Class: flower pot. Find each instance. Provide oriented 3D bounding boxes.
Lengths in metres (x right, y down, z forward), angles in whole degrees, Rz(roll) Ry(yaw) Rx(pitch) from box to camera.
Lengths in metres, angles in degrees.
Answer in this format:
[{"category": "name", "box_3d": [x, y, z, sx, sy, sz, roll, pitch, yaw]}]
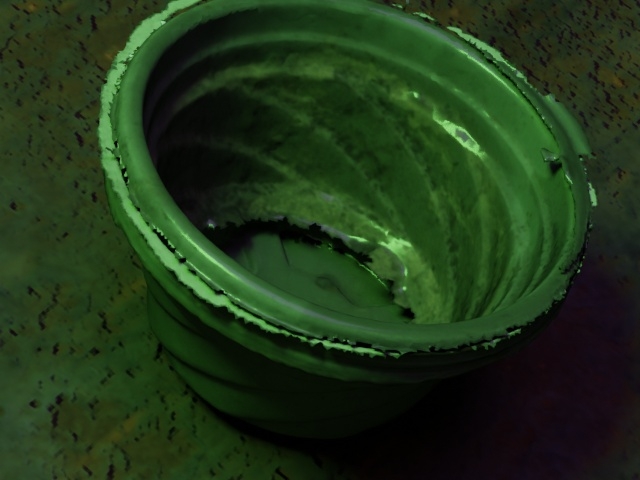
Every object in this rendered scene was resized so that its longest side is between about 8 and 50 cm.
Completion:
[{"category": "flower pot", "box_3d": [0.000, 0.000, 0.852, 0.235, 0.140, 0.235, 10, 48, -11]}]
